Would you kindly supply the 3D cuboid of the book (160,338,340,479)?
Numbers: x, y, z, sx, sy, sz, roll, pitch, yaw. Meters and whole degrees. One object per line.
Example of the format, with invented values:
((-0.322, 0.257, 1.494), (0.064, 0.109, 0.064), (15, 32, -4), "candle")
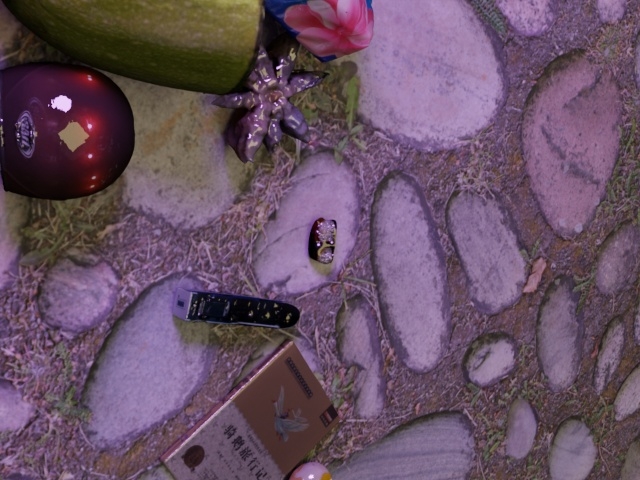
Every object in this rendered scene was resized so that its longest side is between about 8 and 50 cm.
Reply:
((-0.115, 0.354, 1.631), (0.310, 0.021, 0.216), (-42, 121, -22), "book")

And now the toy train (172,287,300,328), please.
((-0.137, 0.117, 1.544), (0.234, 0.051, 0.052), (9, 95, -41), "toy train")

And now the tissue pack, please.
((-0.028, -0.429, 1.378), (0.270, 0.137, 0.209), (37, 39, -49), "tissue pack")

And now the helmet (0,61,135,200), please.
((-0.356, -0.150, 1.254), (0.216, 0.193, 0.189), (-22, 114, -63), "helmet")

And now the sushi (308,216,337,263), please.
((0.000, 0.000, 1.636), (0.046, 0.044, 0.083), (4, 96, -15), "sushi")

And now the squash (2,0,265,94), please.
((-0.270, -0.334, 1.200), (0.309, 0.310, 0.310), (-9, 105, -30), "squash")

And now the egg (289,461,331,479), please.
((-0.023, 0.451, 1.689), (0.083, 0.071, 0.071), (-30, 116, -27), "egg")

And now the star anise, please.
((-0.086, -0.234, 1.479), (0.229, 0.093, 0.236), (40, 74, -35), "star anise")
